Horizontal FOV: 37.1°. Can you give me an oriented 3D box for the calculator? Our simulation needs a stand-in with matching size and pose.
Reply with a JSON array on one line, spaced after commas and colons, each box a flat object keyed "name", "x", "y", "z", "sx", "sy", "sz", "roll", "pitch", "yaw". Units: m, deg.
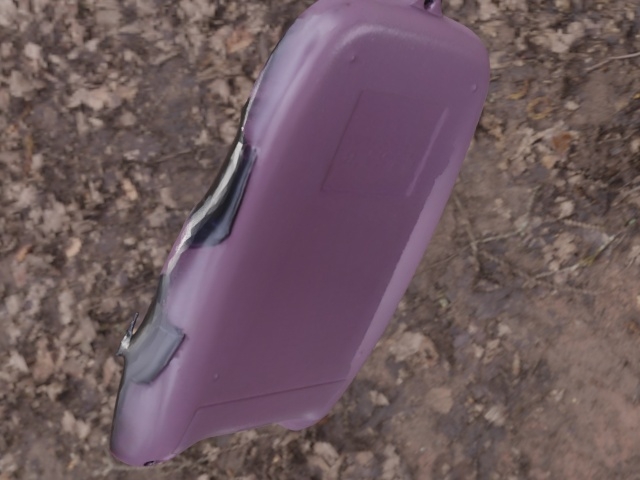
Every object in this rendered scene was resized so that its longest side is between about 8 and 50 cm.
[{"name": "calculator", "x": 0.001, "y": 0.001, "z": 0.518, "sx": 0.043, "sy": 0.194, "sz": 0.294, "roll": 39, "pitch": 113, "yaw": 33}]
